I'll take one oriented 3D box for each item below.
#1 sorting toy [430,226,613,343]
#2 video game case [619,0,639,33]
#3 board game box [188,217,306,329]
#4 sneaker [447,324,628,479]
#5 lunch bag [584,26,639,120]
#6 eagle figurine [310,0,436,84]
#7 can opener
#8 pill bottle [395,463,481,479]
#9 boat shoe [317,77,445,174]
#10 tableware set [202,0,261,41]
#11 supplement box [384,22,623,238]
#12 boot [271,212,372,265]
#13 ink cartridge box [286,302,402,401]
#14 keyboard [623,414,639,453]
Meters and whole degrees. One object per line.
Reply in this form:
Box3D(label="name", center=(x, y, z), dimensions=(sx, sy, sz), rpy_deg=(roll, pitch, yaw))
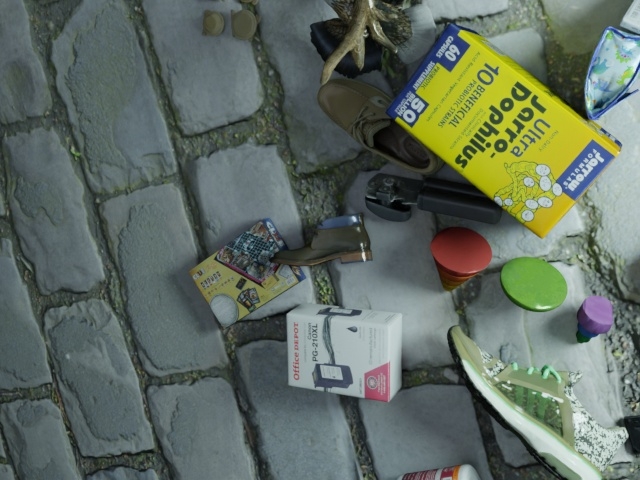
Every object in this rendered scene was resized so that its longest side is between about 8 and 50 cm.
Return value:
Box3D(label="sorting toy", center=(0.376, 0.107, 1.408), dimensions=(0.366, 0.127, 0.126), rpy_deg=(25, 139, 15))
Box3D(label="video game case", center=(0.589, -0.378, 1.181), dimensions=(0.143, 0.019, 0.157), rpy_deg=(30, 68, 16))
Box3D(label="board game box", center=(-0.171, 0.078, 1.661), dimensions=(0.243, 0.042, 0.165), rpy_deg=(-33, 87, 26))
Box3D(label="sneaker", center=(0.423, 0.299, 1.417), dimensions=(0.182, 0.158, 0.410), rpy_deg=(-43, 79, -6))
Box3D(label="lunch bag", center=(0.499, -0.278, 1.236), dimensions=(0.096, 0.129, 0.151), rpy_deg=(27, 110, 18))
Box3D(label="eagle figurine", center=(0.072, -0.422, 1.342), dimensions=(0.226, 0.298, 0.225), rpy_deg=(-23, 107, 9))
Box3D(label="can opener", center=(0.225, -0.074, 1.449), dimensions=(0.284, 0.076, 0.095), rpy_deg=(13, 138, 21))
Box3D(label="pill bottle", center=(0.228, 0.553, 1.538), dimensions=(0.221, 0.121, 0.121), rpy_deg=(-18, 93, 26))
Box3D(label="boat shoe", center=(0.112, -0.229, 1.437), dimensions=(0.302, 0.098, 0.109), rpy_deg=(37, 113, 13))
Box3D(label="tableware set", center=(-0.198, -0.508, 1.562), dimensions=(0.169, 0.020, 0.141), rpy_deg=(14, 104, 22))
Box3D(label="supplement box", center=(0.330, -0.200, 1.292), dimensions=(0.356, 0.195, 0.194), rpy_deg=(41, 114, 11))
Box3D(label="boot", center=(0.000, 0.000, 1.548), dimensions=(0.219, 0.082, 0.106), rpy_deg=(-4, 89, 9))
Box3D(label="ink cartridge box", center=(0.050, 0.237, 1.562), dimensions=(0.237, 0.100, 0.171), rpy_deg=(4, 102, 23))
Box3D(label="keyboard", center=(0.668, 0.340, 1.351), dimensions=(0.180, 0.023, 0.108), rpy_deg=(-14, 101, 25))
